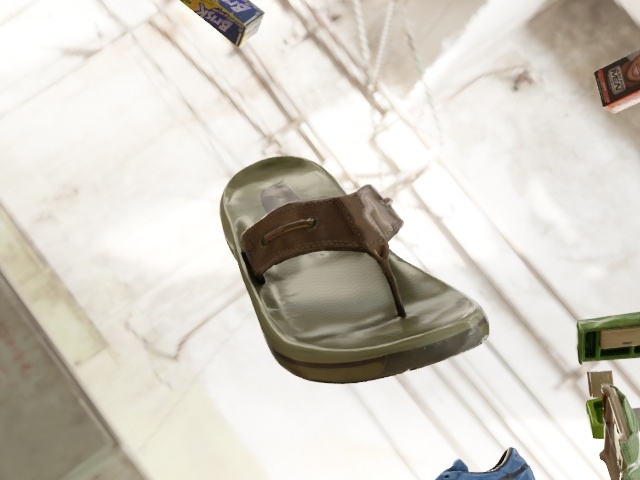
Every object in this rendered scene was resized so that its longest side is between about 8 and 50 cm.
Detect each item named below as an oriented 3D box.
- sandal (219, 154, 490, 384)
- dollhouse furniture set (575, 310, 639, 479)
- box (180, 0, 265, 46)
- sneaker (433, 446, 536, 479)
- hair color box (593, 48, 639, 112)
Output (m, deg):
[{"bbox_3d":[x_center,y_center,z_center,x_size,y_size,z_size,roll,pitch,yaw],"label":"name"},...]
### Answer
[{"bbox_3d":[-0.002,0.000,0.733,0.303,0.120,0.086,-134,-149,-54],"label":"sandal"},{"bbox_3d":[0.221,0.115,0.788,0.151,0.059,0.076,-91,174,-56],"label":"dollhouse furniture set"},{"bbox_3d":[-0.178,-0.404,1.897,0.169,0.059,0.054,39,-38,8],"label":"box"},{"bbox_3d":[0.111,0.263,1.090,0.069,0.209,0.082,125,-55,-77],"label":"sneaker"},{"bbox_3d":[0.525,-0.272,1.845,0.043,0.141,0.072,15,58,-45],"label":"hair color box"}]
